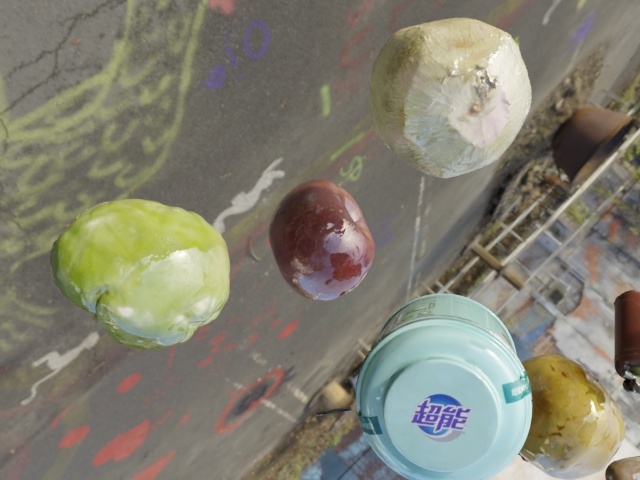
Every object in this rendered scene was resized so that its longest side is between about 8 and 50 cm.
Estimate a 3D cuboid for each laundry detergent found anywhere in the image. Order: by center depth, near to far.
[{"bbox_3d":[0.216,0.257,1.033,0.287,0.287,0.305,-50,173,12],"label":"laundry detergent"}]

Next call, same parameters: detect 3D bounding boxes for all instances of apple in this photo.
[{"bbox_3d":[0.000,0.000,1.486,0.235,0.306,0.305,-31,164,17],"label":"apple"}]

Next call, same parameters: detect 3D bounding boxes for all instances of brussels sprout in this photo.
[{"bbox_3d":[-0.291,0.055,1.002,0.316,0.273,0.243,7,103,-62],"label":"brussels sprout"}]

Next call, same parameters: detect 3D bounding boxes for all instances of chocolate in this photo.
[{"bbox_3d":[1.032,0.760,1.824,0.261,0.161,0.083,-9,166,-12],"label":"chocolate"}]

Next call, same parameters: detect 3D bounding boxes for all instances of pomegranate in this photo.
[{"bbox_3d":[0.642,0.482,1.587,0.332,0.332,0.333,-39,159,-18],"label":"pomegranate"}]

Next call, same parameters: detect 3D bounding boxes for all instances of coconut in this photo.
[{"bbox_3d":[0.248,-0.268,1.102,0.297,0.255,0.297,-13,126,-19],"label":"coconut"}]

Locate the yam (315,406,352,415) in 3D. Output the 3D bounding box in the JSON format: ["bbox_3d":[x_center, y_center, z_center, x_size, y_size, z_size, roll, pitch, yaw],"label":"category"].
[{"bbox_3d":[0.036,0.459,1.562,0.107,0.014,0.014,-2,142,-18],"label":"yam"}]

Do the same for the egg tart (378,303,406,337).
[{"bbox_3d":[0.245,0.310,1.337,0.132,0.346,0.345,-9,-171,41],"label":"egg tart"}]

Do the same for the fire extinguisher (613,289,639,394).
[{"bbox_3d":[0.834,0.286,1.498,0.107,0.147,0.337,110,7,-45],"label":"fire extinguisher"}]
